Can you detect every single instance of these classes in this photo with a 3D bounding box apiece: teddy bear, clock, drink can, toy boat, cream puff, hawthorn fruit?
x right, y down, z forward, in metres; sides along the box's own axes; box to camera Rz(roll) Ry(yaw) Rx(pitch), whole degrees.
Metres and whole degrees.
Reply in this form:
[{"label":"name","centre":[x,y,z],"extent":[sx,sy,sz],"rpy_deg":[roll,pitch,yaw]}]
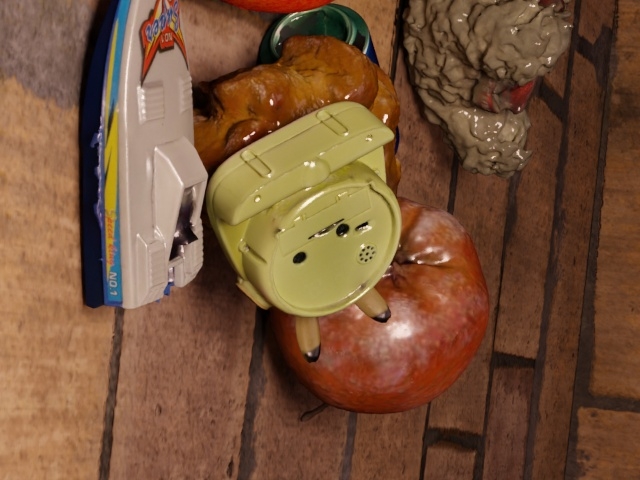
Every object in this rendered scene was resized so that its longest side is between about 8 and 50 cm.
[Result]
[{"label":"teddy bear","centre":[0.254,-0.309,2.201],"extent":[0.367,0.224,0.357],"rpy_deg":[-54,166,-23]},{"label":"clock","centre":[0.000,0.000,1.547],"extent":[0.170,0.069,0.232],"rpy_deg":[-30,133,-17]},{"label":"drink can","centre":[0.014,-0.145,1.810],"extent":[0.205,0.118,0.118],"rpy_deg":[67,35,-51]},{"label":"toy boat","centre":[-0.143,-0.093,1.439],"extent":[0.129,0.088,0.295],"rpy_deg":[-28,122,-65]},{"label":"cream puff","centre":[-0.021,-0.070,1.634],"extent":[0.241,0.155,0.269],"rpy_deg":[-32,140,-23]},{"label":"hawthorn fruit","centre":[0.067,0.069,1.840],"extent":[0.263,0.235,0.231],"rpy_deg":[41,55,-68]}]

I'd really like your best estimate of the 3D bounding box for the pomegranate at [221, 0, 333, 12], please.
[{"label":"pomegranate","centre":[-0.029,-0.316,1.470],"extent":[0.221,0.256,0.221],"rpy_deg":[47,14,-16]}]
